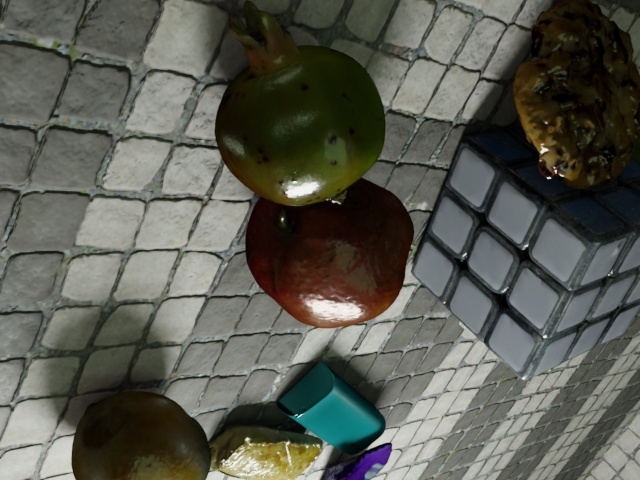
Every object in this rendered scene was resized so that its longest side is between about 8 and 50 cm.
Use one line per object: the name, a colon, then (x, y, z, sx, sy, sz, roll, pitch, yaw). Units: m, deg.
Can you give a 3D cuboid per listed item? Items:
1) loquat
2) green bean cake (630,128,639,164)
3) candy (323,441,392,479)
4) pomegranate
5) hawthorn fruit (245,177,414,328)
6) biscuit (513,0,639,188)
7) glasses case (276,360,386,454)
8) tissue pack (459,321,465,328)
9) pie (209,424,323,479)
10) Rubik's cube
loquat: (-0.256, 0.310, 1.248, 0.179, 0.179, 0.227, -41, 142, -5)
green bean cake: (0.627, -0.109, 1.770, 0.200, 0.113, 0.214, -35, 145, -19)
candy: (0.064, 0.491, 1.816, 0.145, 0.070, 0.275, -26, 162, -23)
pomegranate: (-0.030, -0.145, 0.981, 0.198, 0.198, 0.246, -40, 150, -7)
hawthorn fruit: (0.000, 0.000, 1.150, 0.224, 0.224, 0.261, -50, 143, 8)
biscuit: (0.411, -0.226, 1.318, 0.334, 0.081, 0.290, -32, 108, -42)
glasses case: (0.032, 0.335, 1.662, 0.117, 0.070, 0.301, -43, 147, -1)
tissue pack: (0.318, 0.132, 1.781, 0.056, 0.023, 0.108, -26, 141, -25)
pie: (-0.094, 0.396, 1.592, 0.128, 0.068, 0.282, -48, 145, 10)
Rubik's cube: (0.387, 0.003, 1.471, 0.305, 0.301, 0.304, -14, 136, -35)
